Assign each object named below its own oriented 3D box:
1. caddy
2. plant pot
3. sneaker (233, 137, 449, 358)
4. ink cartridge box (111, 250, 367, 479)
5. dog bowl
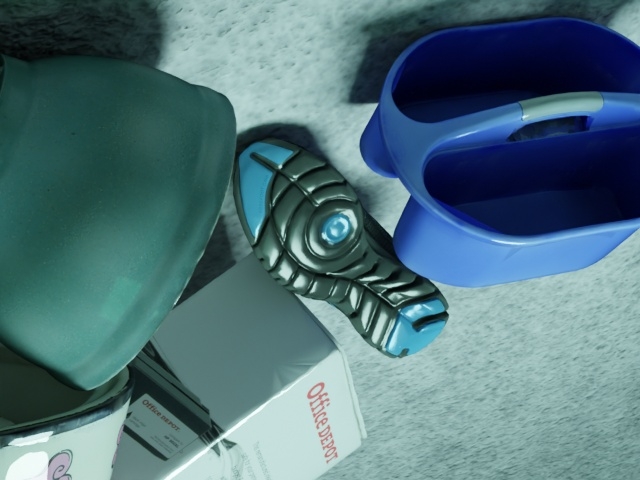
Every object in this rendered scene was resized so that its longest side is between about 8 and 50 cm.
[{"bbox_3d":[0.205,-0.095,1.844,0.341,0.241,0.179,-10,156,-24],"label":"caddy"},{"bbox_3d":[-0.234,-0.043,1.612,0.196,0.293,0.293,28,131,-23],"label":"plant pot"},{"bbox_3d":[0.000,0.000,1.997,0.125,0.139,0.341,-42,130,0],"label":"sneaker"},{"bbox_3d":[-0.161,0.233,2.038,0.395,0.166,0.285,-36,155,-12],"label":"ink cartridge box"},{"bbox_3d":[-0.372,0.194,1.690,0.408,0.150,0.408,0,-170,0],"label":"dog bowl"}]
